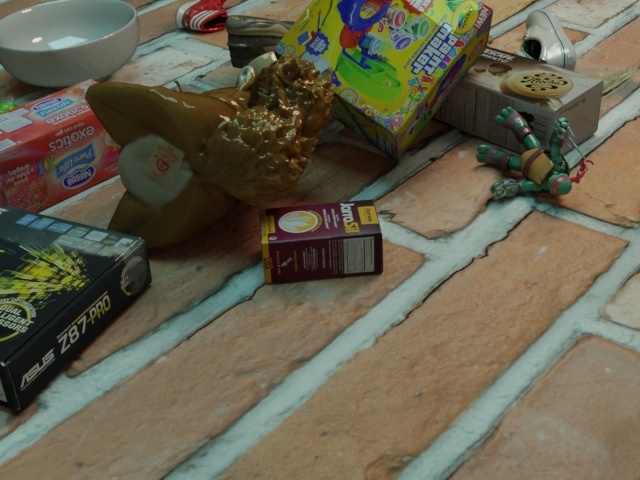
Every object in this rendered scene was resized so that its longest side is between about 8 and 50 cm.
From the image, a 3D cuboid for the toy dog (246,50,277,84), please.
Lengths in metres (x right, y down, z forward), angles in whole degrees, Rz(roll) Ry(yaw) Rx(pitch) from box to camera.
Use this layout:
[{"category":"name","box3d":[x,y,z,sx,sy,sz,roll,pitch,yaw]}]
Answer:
[{"category":"toy dog","box3d":[0.013,-0.340,1.807,0.334,0.220,0.161,-7,-3,-5]}]

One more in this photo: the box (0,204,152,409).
[{"category":"box","box3d":[-0.507,0.074,1.310,0.395,0.097,0.318,13,35,23]}]

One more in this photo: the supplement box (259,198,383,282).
[{"category":"supplement box","box3d":[0.000,0.000,1.383,0.188,0.080,0.104,-5,34,-3]}]

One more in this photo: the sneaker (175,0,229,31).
[{"category":"sneaker","box3d":[-0.274,-0.615,2.324,0.128,0.087,0.221,24,54,21]}]

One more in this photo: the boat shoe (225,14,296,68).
[{"category":"boat shoe","box3d":[-0.069,-0.434,1.987,0.356,0.130,0.132,-3,20,-37]}]

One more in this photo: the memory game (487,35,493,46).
[{"category":"memory game","box3d":[0.331,-0.495,2.135,0.186,0.012,0.186,-3,35,2]}]

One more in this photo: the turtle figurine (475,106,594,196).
[{"category":"turtle figurine","box3d":[0.372,-0.136,1.525,0.175,0.118,0.234,-48,37,9]}]

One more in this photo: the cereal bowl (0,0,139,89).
[{"category":"cereal bowl","box3d":[-0.588,-0.449,2.040,0.339,0.141,0.339,-2,34,1]}]

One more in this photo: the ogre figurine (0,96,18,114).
[{"category":"ogre figurine","box3d":[-0.630,-0.201,1.703,0.097,0.118,0.197,22,41,32]}]

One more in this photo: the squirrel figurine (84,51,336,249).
[{"category":"squirrel figurine","box3d":[-0.153,-0.175,1.507,0.397,0.280,0.370,-4,17,22]}]

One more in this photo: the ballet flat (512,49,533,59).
[{"category":"ballet flat","box3d":[0.453,-0.329,1.840,0.077,0.091,0.241,-36,31,7]}]

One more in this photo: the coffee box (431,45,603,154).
[{"category":"coffee box","box3d":[0.379,-0.278,1.718,0.168,0.118,0.297,-32,43,-33]}]

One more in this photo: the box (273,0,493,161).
[{"category":"box","box3d":[0.119,-0.356,1.619,0.279,0.177,0.290,36,84,12]}]

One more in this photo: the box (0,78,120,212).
[{"category":"box","box3d":[-0.501,-0.177,1.633,0.154,0.142,0.300,26,44,36]}]

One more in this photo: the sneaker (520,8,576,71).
[{"category":"sneaker","box3d":[0.506,-0.464,2.001,0.091,0.094,0.258,-2,35,-6]}]
